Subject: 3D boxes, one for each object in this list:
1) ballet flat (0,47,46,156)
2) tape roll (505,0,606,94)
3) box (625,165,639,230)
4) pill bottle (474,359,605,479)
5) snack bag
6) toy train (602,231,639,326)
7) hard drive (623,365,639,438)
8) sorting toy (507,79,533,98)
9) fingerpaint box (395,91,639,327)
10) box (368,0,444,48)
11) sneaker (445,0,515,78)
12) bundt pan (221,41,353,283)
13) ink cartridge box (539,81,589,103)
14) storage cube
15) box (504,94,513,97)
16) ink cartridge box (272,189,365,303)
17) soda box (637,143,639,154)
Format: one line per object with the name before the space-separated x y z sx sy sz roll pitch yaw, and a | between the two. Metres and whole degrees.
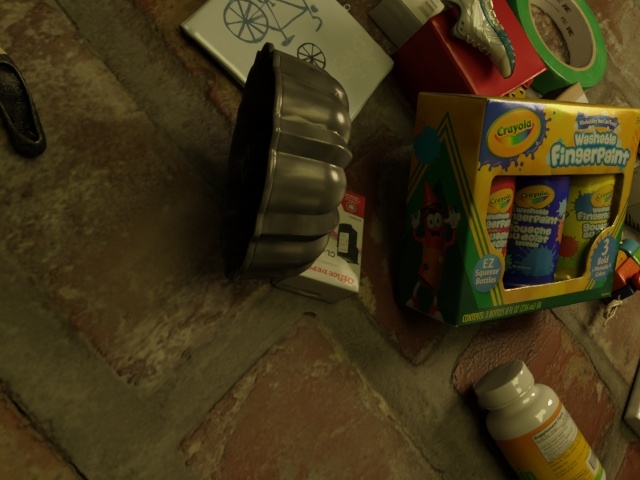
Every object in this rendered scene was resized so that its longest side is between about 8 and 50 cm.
ballet flat | -0.414 -0.195 0.952 0.057 0.049 0.173 -26 88 -39
tape roll | 0.565 -0.505 1.717 0.321 0.077 0.321 13 65 -30
box | 0.845 -0.071 1.733 0.275 0.094 0.113 26 59 -23
pill bottle | 0.378 0.340 1.235 0.136 0.136 0.246 -35 94 -38
snack bag | -0.039 -0.350 1.274 0.342 0.037 0.323 42 55 -14
toy train | 0.634 0.069 1.540 0.248 0.105 0.143 -32 81 -38
hard drive | 0.811 0.336 1.587 0.233 0.047 0.353 46 54 -11
sorting toy | 0.380 -0.420 1.536 0.274 0.046 0.132 47 53 -8
fingerpaint box | 0.368 -0.067 1.264 0.444 0.163 0.371 -4 106 -36
box | 0.175 -0.470 1.431 0.102 0.087 0.101 45 54 -11
sneaker | 0.281 -0.369 1.255 0.082 0.071 0.191 -27 92 1
bundt pan | -0.047 -0.097 0.978 0.124 0.331 0.331 9 67 -16
ink cartridge box | 0.550 -0.208 1.568 0.193 0.088 0.235 -40 106 -36
storage cube | 0.282 -0.346 1.378 0.215 0.183 0.193 -33 92 -24
box | 0.380 -0.310 1.545 0.136 0.036 0.225 -24 88 -38
ink cartridge box | 0.000 0.000 1.145 0.127 0.072 0.175 18 63 -28
soda box | 0.953 -0.303 1.894 0.098 0.091 0.286 47 54 -12
